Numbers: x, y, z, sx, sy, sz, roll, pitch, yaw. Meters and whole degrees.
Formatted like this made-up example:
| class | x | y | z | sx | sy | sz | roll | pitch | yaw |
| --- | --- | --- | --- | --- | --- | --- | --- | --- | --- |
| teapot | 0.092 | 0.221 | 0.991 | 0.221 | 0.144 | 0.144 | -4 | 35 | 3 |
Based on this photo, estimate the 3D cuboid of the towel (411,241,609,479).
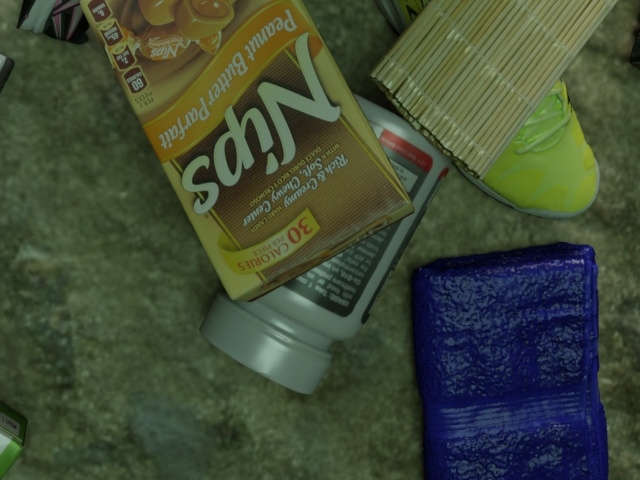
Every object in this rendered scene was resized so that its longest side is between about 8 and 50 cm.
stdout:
| class | x | y | z | sx | sy | sz | roll | pitch | yaw |
| --- | --- | --- | --- | --- | --- | --- | --- | --- | --- |
| towel | 0.223 | 0.165 | 1.231 | 0.227 | 0.076 | 0.308 | -8 | 100 | -14 |

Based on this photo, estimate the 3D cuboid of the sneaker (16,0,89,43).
| class | x | y | z | sx | sy | sz | roll | pitch | yaw |
| --- | --- | --- | --- | --- | --- | --- | --- | --- | --- |
| sneaker | -0.221 | -0.263 | 1.045 | 0.077 | 0.072 | 0.178 | 22 | 131 | -29 |

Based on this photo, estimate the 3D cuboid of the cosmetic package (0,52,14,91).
| class | x | y | z | sx | sy | sz | roll | pitch | yaw |
| --- | --- | --- | --- | --- | --- | --- | --- | --- | --- |
| cosmetic package | -0.393 | -0.121 | 0.996 | 0.151 | 0.151 | 0.184 | 26 | 91 | -15 |

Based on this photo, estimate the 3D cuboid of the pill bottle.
| class | x | y | z | sx | sy | sz | roll | pitch | yaw |
| --- | --- | --- | --- | --- | --- | --- | --- | --- | --- |
| pill bottle | 0.000 | 0.000 | 1.108 | 0.161 | 0.161 | 0.283 | 29 | 90 | -16 |

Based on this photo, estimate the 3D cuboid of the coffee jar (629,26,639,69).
| class | x | y | z | sx | sy | sz | roll | pitch | yaw |
| --- | --- | --- | --- | --- | --- | --- | --- | --- | --- |
| coffee jar | 0.414 | -0.274 | 1.205 | 0.079 | 0.096 | 0.184 | 14 | 95 | -18 |

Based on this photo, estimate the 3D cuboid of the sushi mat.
| class | x | y | z | sx | sy | sz | roll | pitch | yaw |
| --- | --- | --- | --- | --- | --- | --- | --- | --- | --- |
| sushi mat | 0.193 | -0.224 | 1.044 | 0.151 | 0.019 | 0.316 | 40 | 83 | -17 |

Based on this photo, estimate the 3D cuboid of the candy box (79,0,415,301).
| class | x | y | z | sx | sy | sz | roll | pitch | yaw |
| --- | --- | --- | --- | --- | --- | --- | --- | --- | --- |
| candy box | -0.067 | -0.123 | 1.002 | 0.182 | 0.087 | 0.316 | -29 | 81 | 6 |

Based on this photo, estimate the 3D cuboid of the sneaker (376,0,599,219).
| class | x | y | z | sx | sy | sz | roll | pitch | yaw |
| --- | --- | --- | --- | --- | --- | --- | --- | --- | --- |
| sneaker | 0.179 | -0.175 | 1.135 | 0.145 | 0.147 | 0.385 | -39 | 106 | -8 |

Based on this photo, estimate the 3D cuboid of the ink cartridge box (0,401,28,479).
| class | x | y | z | sx | sy | sz | roll | pitch | yaw |
| --- | --- | --- | --- | --- | --- | --- | --- | --- | --- |
| ink cartridge box | -0.446 | 0.191 | 1.059 | 0.255 | 0.097 | 0.189 | 38 | 88 | -14 |
